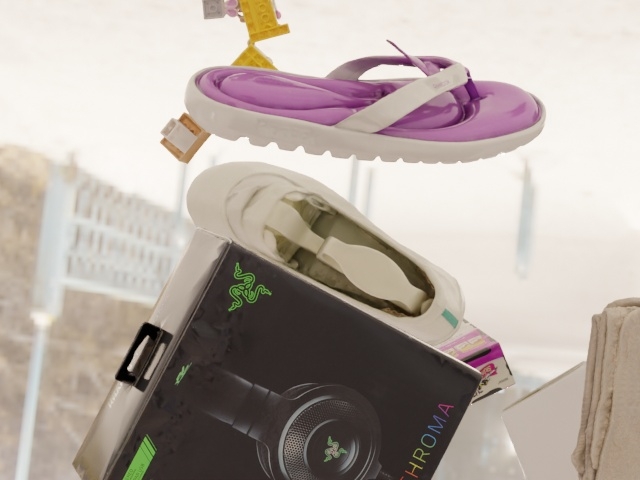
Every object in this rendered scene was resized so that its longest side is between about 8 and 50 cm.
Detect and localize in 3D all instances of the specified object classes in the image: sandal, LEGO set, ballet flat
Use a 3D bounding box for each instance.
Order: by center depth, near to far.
[{"bbox_3d":[0.065,-0.159,1.627,0.416,0.102,0.169,-2,-146,-21],"label":"sandal"},{"bbox_3d":[-0.101,-0.228,1.737,0.132,0.287,0.107,8,-167,-2],"label":"LEGO set"},{"bbox_3d":[0.000,0.000,1.886,0.400,0.139,0.139,29,-179,15],"label":"ballet flat"}]

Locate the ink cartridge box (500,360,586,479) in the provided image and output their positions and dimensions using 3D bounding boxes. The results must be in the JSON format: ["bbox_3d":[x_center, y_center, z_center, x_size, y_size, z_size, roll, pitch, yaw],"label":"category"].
[{"bbox_3d":[0.339,0.294,1.690,0.122,0.211,0.289,-32,137,15],"label":"ink cartridge box"}]

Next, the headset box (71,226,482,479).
[{"bbox_3d":[-0.048,0.152,1.328,0.283,0.246,0.131,29,177,-18],"label":"headset box"}]

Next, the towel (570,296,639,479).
[{"bbox_3d":[0.376,0.149,1.471,0.282,0.187,0.049,4,-172,-23],"label":"towel"}]

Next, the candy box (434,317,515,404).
[{"bbox_3d":[0.168,0.185,2.208,0.159,0.071,0.233,-25,-167,-6],"label":"candy box"}]
